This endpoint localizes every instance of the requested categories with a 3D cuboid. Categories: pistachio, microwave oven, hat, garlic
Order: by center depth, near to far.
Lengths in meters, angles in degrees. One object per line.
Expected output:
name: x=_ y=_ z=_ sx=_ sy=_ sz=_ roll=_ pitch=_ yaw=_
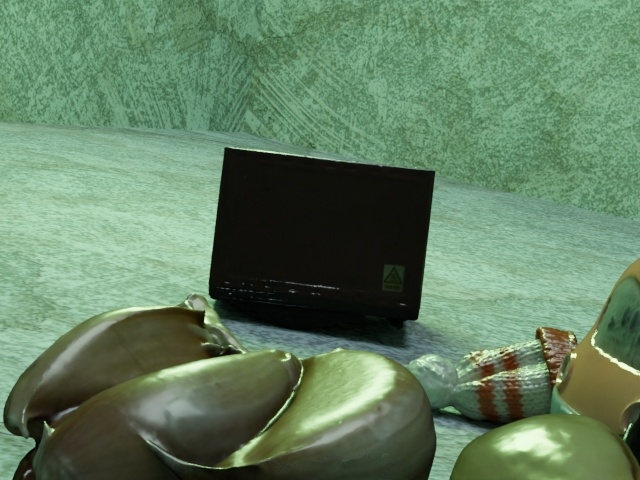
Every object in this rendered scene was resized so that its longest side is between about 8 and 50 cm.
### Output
garlic: x=-0.055 y=0.127 z=0.642 sx=0.214 sy=0.160 sz=0.191 roll=18 pitch=27 yaw=29
pistachio: x=0.138 y=0.167 z=0.728 sx=0.108 sy=0.126 sz=0.185 roll=39 pitch=6 yaw=-19
hat: x=0.158 y=0.131 z=1.134 sx=0.162 sy=0.094 sz=0.112 roll=-8 pitch=-1 yaw=2
microwave oven: x=0.000 y=-0.001 z=1.424 sx=0.247 sy=0.188 sz=0.178 roll=5 pitch=4 yaw=0

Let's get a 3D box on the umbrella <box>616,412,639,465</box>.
umbrella: x=0.221 y=0.092 z=0.727 sx=0.118 sy=0.340 sz=0.118 roll=-3 pitch=50 yaw=3

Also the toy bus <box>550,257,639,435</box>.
toy bus: x=0.335 y=0.105 z=0.968 sx=0.287 sy=0.232 sz=0.194 roll=9 pitch=12 yaw=-18
